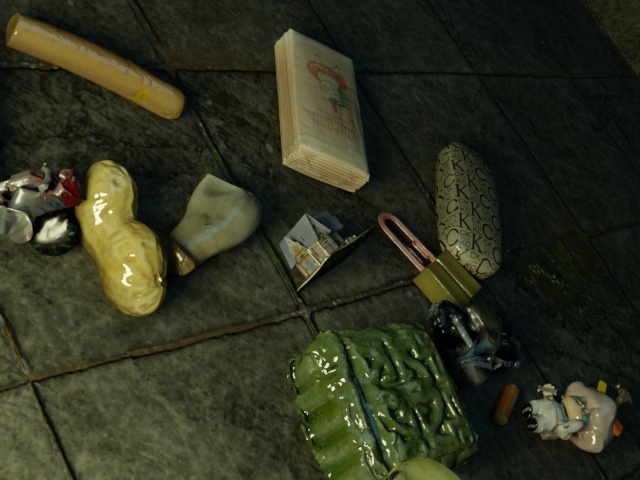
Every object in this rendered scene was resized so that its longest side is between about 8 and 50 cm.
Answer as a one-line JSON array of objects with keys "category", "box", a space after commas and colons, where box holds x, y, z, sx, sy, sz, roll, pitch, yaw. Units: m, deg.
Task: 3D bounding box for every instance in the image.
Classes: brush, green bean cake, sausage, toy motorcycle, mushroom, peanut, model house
[{"category": "brush", "box": [0.193, 0.033, 1.773, 0.233, 0.047, 0.103, 49, 37, 4]}, {"category": "green bean cake", "box": [0.089, 0.250, 1.416, 0.255, 0.132, 0.241, 2, 60, -43]}, {"category": "sausage", "box": [-0.351, -0.276, 1.515, 0.301, 0.066, 0.066, 24, 43, -29]}, {"category": "toy motorcycle", "box": [-0.402, -0.065, 1.229, 0.213, 0.122, 0.082, 28, 10, -22]}, {"category": "mushroom", "box": [-0.168, -0.017, 1.446, 0.116, 0.093, 0.225, 30, 48, 2]}, {"category": "sausage", "box": [0.332, 0.288, 1.690, 0.031, 0.031, 0.107, 46, 36, -2]}, {"category": "toy motorcycle", "box": [0.285, 0.189, 1.676, 0.270, 0.106, 0.159, 17, 49, -48]}, {"category": "peanut", "box": [-0.276, -0.003, 1.305, 0.103, 0.098, 0.229, -26, 75, -6]}, {"category": "model house", "box": [0.000, 0.000, 1.565, 0.088, 0.117, 0.167, 48, 40, 8]}]

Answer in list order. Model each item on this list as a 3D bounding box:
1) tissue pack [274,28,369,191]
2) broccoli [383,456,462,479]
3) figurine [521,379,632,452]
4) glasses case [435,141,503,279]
[{"category": "tissue pack", "box": [0.000, -0.253, 1.823, 0.170, 0.071, 0.325, 23, 43, -31]}, {"category": "broccoli", "box": [0.046, 0.386, 1.073, 0.252, 0.361, 0.221, 30, 18, -50]}, {"category": "figurine", "box": [0.467, 0.323, 1.730, 0.229, 0.112, 0.137, 4, 45, -26]}, {"category": "glasses case", "box": [0.302, -0.067, 1.933, 0.137, 0.085, 0.354, 32, 39, -22]}]
